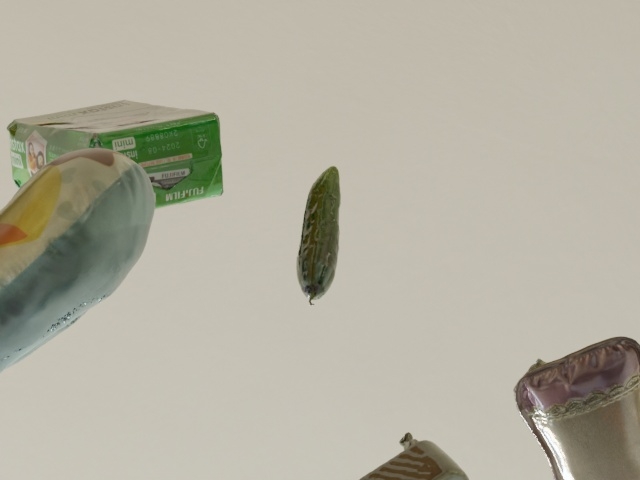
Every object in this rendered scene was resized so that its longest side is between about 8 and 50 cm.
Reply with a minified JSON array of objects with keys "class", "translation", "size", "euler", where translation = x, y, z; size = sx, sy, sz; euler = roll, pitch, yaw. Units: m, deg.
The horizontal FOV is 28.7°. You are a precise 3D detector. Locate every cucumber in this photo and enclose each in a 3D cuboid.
[{"class":"cucumber","translation":[0.000,0.000,1.140],"size":[0.039,0.168,0.039],"euler":[4,-40,3]}]

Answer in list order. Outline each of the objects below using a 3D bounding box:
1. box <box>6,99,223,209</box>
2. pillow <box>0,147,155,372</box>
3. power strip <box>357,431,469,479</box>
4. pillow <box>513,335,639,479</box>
[{"class":"box","translation":[-0.242,-0.099,1.469],"size":[0.250,0.180,0.103],"euler":[16,-65,51]},{"class":"pillow","translation":[-0.185,0.036,0.741],"size":[0.086,0.233,0.214],"euler":[45,-110,-9]},{"class":"power strip","translation":[0.042,0.227,0.698],"size":[0.145,0.061,0.216],"euler":[-30,-62,-13]},{"class":"pillow","translation":[0.272,0.196,1.205],"size":[0.130,0.038,0.233],"euler":[-22,-64,4]}]
